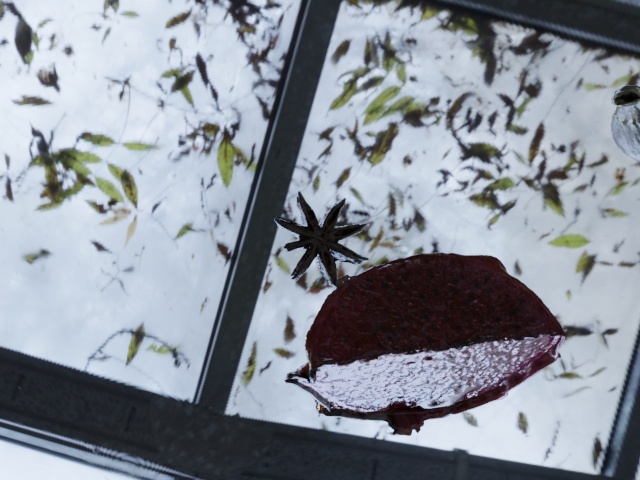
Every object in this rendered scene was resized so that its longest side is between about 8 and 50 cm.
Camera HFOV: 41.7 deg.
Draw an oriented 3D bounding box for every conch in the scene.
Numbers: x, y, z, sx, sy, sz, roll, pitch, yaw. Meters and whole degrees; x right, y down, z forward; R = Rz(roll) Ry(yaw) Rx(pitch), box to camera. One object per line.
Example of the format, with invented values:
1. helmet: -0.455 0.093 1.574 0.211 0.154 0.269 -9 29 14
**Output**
1. conch: 0.511 -0.185 1.273 0.207 0.155 0.130 29 -109 -48

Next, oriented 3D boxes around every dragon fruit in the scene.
1. dragon fruit: 0.094 0.108 0.864 0.274 0.161 0.126 -8 -132 -6

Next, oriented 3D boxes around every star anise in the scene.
1. star anise: 0.001 0.000 1.142 0.141 0.042 0.141 4 -103 -16
